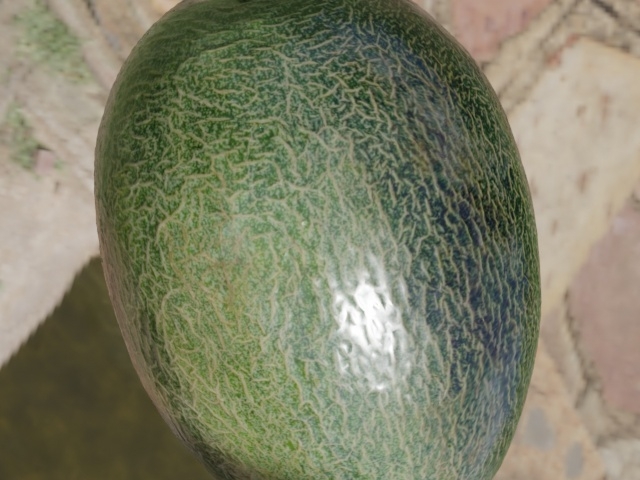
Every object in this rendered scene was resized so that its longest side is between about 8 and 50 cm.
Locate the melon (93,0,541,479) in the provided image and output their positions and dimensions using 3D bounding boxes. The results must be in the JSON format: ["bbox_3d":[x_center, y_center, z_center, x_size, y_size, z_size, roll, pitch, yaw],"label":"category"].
[{"bbox_3d":[0.000,0.000,0.425,0.114,0.114,0.167,-31,116,-38],"label":"melon"}]
